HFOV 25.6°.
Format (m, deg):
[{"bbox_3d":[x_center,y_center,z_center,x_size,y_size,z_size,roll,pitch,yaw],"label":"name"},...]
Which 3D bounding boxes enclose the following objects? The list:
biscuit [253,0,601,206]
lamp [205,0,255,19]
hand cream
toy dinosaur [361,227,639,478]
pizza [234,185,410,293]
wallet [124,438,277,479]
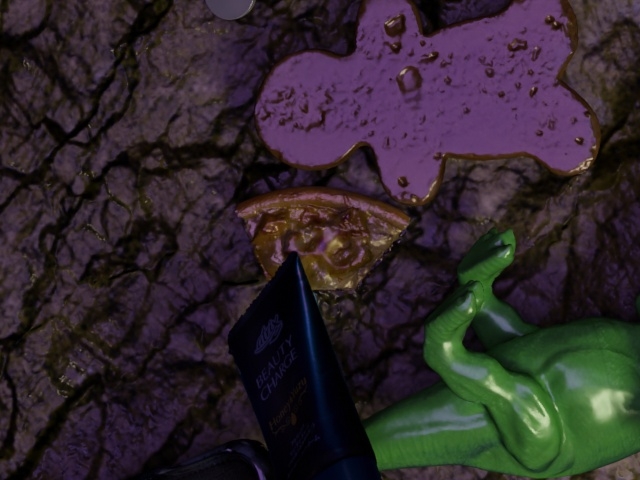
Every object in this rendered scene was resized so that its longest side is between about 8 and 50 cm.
[{"bbox_3d":[0.089,-0.130,1.258,0.301,0.049,0.197,-9,88,7],"label":"biscuit"},{"bbox_3d":[-0.024,-0.274,1.276,0.198,0.056,0.050,-39,90,19],"label":"lamp"},{"bbox_3d":[-0.014,0.140,1.202,0.061,0.270,0.120,16,125,-34],"label":"hand cream"},{"bbox_3d":[0.200,0.197,1.255,0.374,0.144,0.500,35,108,-9],"label":"toy dinosaur"},{"bbox_3d":[0.000,0.000,1.282,0.160,0.036,0.099,5,94,7],"label":"pizza"},{"bbox_3d":[-0.152,0.301,1.279,0.318,0.045,0.172,-26,85,25],"label":"wallet"}]
